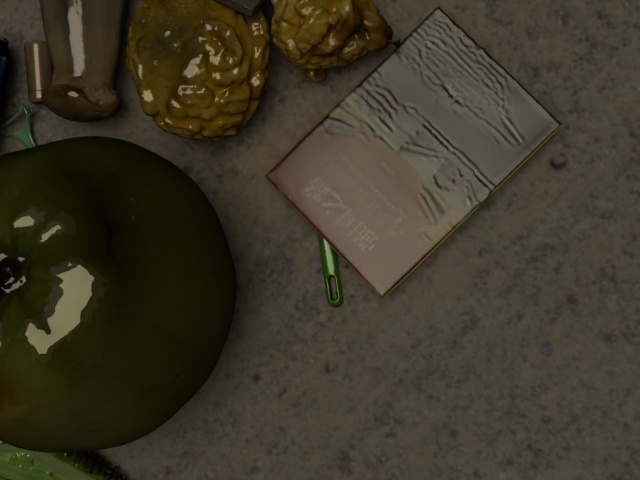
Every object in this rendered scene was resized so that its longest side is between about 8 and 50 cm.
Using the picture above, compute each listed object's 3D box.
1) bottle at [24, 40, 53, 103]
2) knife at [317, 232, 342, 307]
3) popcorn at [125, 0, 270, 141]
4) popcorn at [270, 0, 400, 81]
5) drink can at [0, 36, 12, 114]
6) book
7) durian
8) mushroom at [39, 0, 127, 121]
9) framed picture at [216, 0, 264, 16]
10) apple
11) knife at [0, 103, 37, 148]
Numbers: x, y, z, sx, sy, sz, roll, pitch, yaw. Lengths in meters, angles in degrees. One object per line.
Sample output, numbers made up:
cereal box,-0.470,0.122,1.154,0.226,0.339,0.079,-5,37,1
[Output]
bottle,-0.449,-0.268,1.576,0.045,0.045,0.096,-3,89,7
knife,0.000,0.000,1.522,0.054,0.015,0.212,-10,86,7
popcorn,-0.181,-0.279,1.478,0.250,0.190,0.250,0,90,19
popcorn,0.004,-0.323,1.463,0.163,0.194,0.140,-19,77,47
drink can,-0.558,-0.228,1.550,0.118,0.118,0.204,10,88,7
book,0.137,-0.134,1.479,0.374,0.028,0.262,-44,83,1
durian,-0.446,0.307,1.506,0.375,0.106,0.132,29,101,-15
mushroom,-0.372,-0.386,1.530,0.154,0.137,0.407,4,81,-6
framed picture,-0.128,-0.482,1.480,0.232,0.024,0.315,26,60,8
apple,-0.341,0.075,1.364,0.474,0.473,0.473,0,87,7
knife,-0.456,-0.135,1.578,0.078,0.023,0.166,-34,84,28
